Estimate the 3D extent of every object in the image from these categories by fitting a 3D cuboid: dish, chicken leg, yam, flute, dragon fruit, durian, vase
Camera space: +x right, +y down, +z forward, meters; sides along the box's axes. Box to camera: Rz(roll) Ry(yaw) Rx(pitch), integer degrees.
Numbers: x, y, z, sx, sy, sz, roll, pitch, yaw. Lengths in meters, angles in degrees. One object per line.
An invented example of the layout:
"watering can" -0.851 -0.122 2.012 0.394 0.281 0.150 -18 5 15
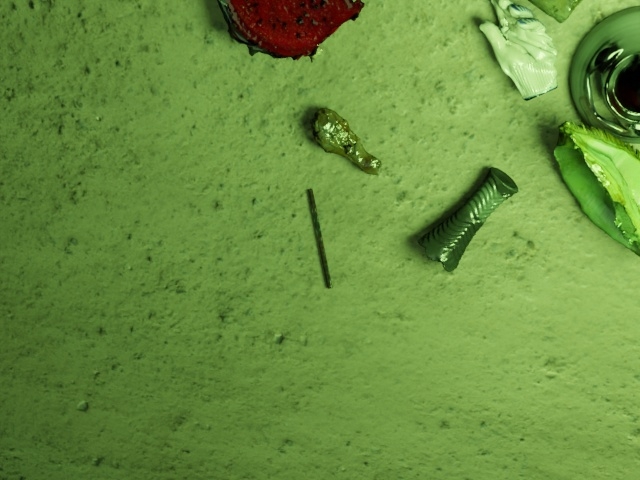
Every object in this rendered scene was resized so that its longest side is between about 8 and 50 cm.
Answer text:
"dish" 0.619 -0.300 1.547 0.273 0.134 0.273 8 118 15
"chicken leg" 0.057 -0.215 1.807 0.198 0.069 0.085 39 97 -12
"yam" 0.413 -0.507 1.520 0.194 0.107 0.107 35 121 -1
"flute" 0.000 0.000 1.958 0.014 0.014 0.270 -3 115 18
"dragon fruit" -0.097 -0.528 1.666 0.282 0.100 0.343 -37 98 30
"durian" 0.559 -0.102 1.609 0.163 0.198 0.394 -14 137 34
"vase" 0.332 -0.051 1.784 0.115 0.115 0.237 37 116 -3

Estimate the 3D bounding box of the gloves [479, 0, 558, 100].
"gloves" 0.395 -0.386 1.593 0.119 0.097 0.229 -21 113 20
